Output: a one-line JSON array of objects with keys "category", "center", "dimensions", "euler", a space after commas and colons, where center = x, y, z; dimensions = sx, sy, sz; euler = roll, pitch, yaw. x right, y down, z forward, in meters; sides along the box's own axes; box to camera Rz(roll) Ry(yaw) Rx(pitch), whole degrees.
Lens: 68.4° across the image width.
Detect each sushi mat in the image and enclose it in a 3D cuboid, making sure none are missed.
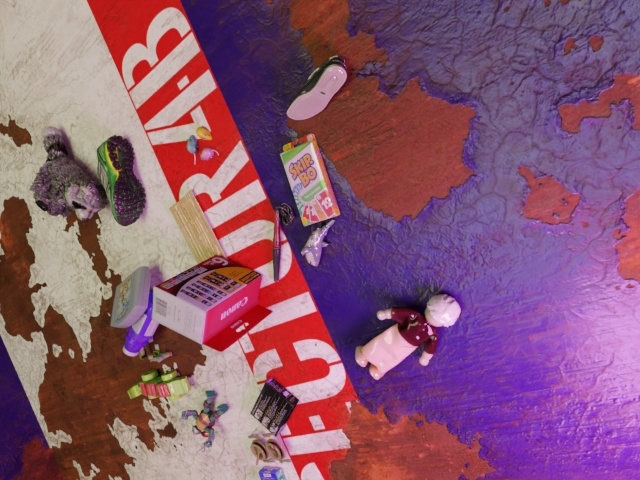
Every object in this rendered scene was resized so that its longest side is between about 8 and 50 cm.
[{"category": "sushi mat", "center": [-0.445, -0.016, 1.731], "dimensions": [0.151, 0.019, 0.316], "euler": [-29, 87, 32]}]

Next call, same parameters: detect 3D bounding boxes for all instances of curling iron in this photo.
[{"category": "curling iron", "center": [-0.132, 0.013, 1.539], "dimensions": [0.068, 0.035, 0.273], "euler": [21, 112, 26]}]

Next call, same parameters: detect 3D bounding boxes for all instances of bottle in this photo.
[{"category": "bottle", "center": [-0.721, 0.345, 1.917], "dimensions": [0.118, 0.092, 0.282], "euler": [47, 113, 43]}]

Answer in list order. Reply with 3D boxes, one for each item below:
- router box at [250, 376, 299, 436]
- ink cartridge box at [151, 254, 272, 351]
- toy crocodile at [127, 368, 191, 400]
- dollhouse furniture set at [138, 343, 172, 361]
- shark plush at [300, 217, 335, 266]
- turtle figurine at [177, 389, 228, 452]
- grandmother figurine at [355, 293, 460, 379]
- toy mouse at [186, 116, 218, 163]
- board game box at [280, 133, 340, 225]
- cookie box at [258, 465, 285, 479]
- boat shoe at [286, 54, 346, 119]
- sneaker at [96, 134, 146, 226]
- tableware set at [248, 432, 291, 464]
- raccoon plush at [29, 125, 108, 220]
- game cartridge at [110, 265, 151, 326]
[{"category": "router box", "center": [-0.168, 0.603, 1.706], "dimensions": [0.133, 0.046, 0.178], "euler": [36, 119, 19]}, {"category": "ink cartridge box", "center": [-0.333, 0.193, 1.536], "dimensions": [0.272, 0.309, 0.130], "euler": [21, 116, 19]}, {"category": "toy crocodile", "center": [-0.679, 0.618, 1.986], "dimensions": [0.341, 0.105, 0.115], "euler": [-10, 97, 32]}, {"category": "dollhouse furniture set", "center": [-0.700, 0.467, 1.978], "dimensions": [0.152, 0.076, 0.058], "euler": [-7, 97, 33]}, {"category": "shark plush", "center": [0.000, 0.000, 1.464], "dimensions": [0.067, 0.073, 0.161], "euler": [31, 97, 0]}, {"category": "turtle figurine", "center": [-0.469, 0.719, 1.880], "dimensions": [0.175, 0.118, 0.234], "euler": [36, 103, 3]}, {"category": "grandmother figurine", "center": [0.248, 0.263, 1.342], "dimensions": [0.208, 0.104, 0.342], "euler": [40, 120, -15]}, {"category": "toy mouse", "center": [-0.421, -0.320, 1.630], "dimensions": [0.161, 0.031, 0.143], "euler": [45, 121, 14]}, {"category": "board game box", "center": [-0.036, -0.183, 1.433], "dimensions": [0.124, 0.039, 0.259], "euler": [-17, 91, 33]}, {"category": "cookie box", "center": [-0.178, 0.923, 1.798], "dimensions": [0.092, 0.040, 0.107], "euler": [-13, 96, 33]}, {"category": "boat shoe", "center": [-0.012, -0.429, 1.341], "dimensions": [0.233, 0.084, 0.079], "euler": [-36, 45, 40]}, {"category": "sneaker", "center": [-0.782, -0.223, 1.834], "dimensions": [0.146, 0.134, 0.343], "euler": [-11, 88, 40]}, {"category": "tableware set", "center": [-0.203, 0.785, 1.751], "dimensions": [0.194, 0.039, 0.128], "euler": [-30, 93, 45]}, {"category": "raccoon plush", "center": [-1.005, -0.288, 1.904], "dimensions": [0.299, 0.216, 0.445], "euler": [-15, 94, 25]}, {"category": "game cartridge", "center": [-0.769, 0.243, 1.899], "dimensions": [0.297, 0.062, 0.198], "euler": [-31, 49, 42]}]
